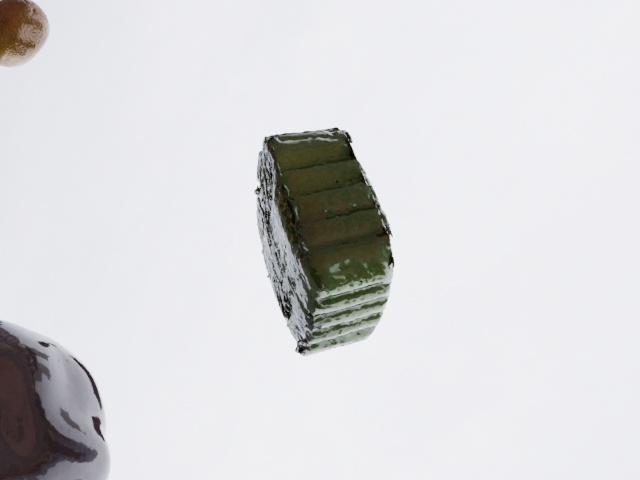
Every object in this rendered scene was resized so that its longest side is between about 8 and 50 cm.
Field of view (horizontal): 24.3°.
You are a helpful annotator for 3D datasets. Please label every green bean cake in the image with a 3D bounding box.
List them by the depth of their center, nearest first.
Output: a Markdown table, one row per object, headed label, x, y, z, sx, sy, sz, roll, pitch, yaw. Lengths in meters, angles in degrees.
| label | x | y | z | sx | sy | sz | roll | pitch | yaw |
| --- | --- | --- | --- | --- | --- | --- | --- | --- | --- |
| green bean cake | 0.000 | 0.000 | 1.631 | 0.200 | 0.113 | 0.214 | 101 | -27 | -59 |

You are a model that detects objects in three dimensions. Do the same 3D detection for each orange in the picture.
| label | x | y | z | sx | sy | sz | roll | pitch | yaw |
| --- | --- | --- | --- | --- | --- | --- | --- | --- | --- |
| orange | -0.345 | -0.234 | 1.680 | 0.085 | 0.085 | 0.085 | -23 | -125 | 39 |

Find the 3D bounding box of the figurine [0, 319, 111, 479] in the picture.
| label | x | y | z | sx | sy | sz | roll | pitch | yaw |
| --- | --- | --- | --- | --- | --- | --- | --- | --- | --- |
| figurine | -0.302 | 0.213 | 1.243 | 0.365 | 0.206 | 0.218 | 116 | -30 | -44 |
